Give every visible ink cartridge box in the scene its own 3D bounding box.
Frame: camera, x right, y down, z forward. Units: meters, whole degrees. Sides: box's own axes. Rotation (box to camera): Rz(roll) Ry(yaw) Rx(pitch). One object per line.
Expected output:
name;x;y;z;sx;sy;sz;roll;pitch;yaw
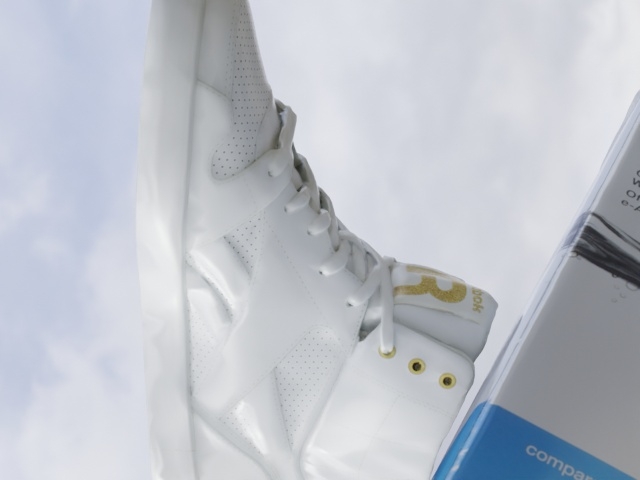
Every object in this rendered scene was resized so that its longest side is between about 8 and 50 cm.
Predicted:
ink cartridge box;0.119;0.108;0.755;0.307;0.129;0.223;-55;-11;-44

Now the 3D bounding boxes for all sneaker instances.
sneaker;0.000;0.000;0.822;0.108;0.169;0.293;-84;-5;-56
